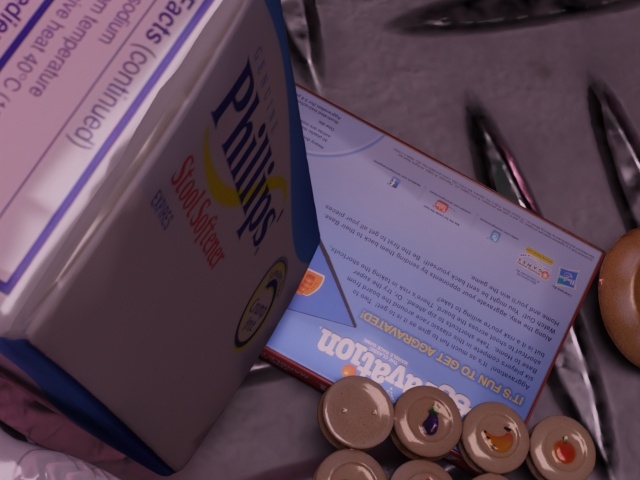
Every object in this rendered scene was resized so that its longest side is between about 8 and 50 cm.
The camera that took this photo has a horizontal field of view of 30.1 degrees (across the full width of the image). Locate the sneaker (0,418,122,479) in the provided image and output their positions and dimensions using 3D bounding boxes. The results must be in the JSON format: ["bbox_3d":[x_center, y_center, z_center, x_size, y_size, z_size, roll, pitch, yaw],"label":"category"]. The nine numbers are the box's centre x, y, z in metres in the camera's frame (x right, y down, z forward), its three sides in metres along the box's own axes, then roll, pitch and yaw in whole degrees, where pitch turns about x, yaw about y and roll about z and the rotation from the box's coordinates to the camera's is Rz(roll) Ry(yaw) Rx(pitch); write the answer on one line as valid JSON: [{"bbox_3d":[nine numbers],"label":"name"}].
[{"bbox_3d":[-0.158,0.133,0.476,0.366,0.210,0.137,40,69,0],"label":"sneaker"}]

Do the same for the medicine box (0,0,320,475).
[{"bbox_3d":[-0.160,-0.054,0.485,0.289,0.263,0.149,29,75,13],"label":"medicine box"}]

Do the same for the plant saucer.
[{"bbox_3d":[0.191,0.032,0.653,0.083,0.015,0.083,5,77,-24],"label":"plant saucer"}]

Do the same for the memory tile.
[{"bbox_3d":[0.067,0.128,0.575,0.148,0.012,0.113,12,64,-12],"label":"memory tile"}]

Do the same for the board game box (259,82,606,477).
[{"bbox_3d":[0.000,0.000,0.643,0.281,0.027,0.145,29,67,3],"label":"board game box"}]
